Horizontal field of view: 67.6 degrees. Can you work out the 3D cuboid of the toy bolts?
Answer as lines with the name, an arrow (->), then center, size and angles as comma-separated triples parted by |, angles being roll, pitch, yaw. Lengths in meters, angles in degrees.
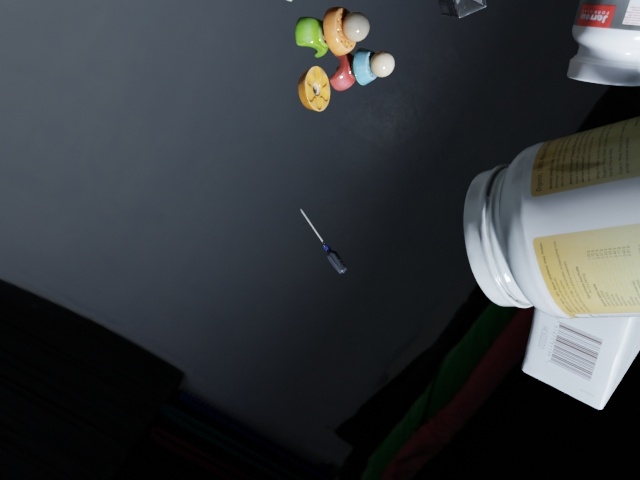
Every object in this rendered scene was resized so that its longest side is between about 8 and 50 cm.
toy bolts -> 0.068, -0.407, 1.120 | 0.228, 0.158, 0.218 | 1, 93, -56

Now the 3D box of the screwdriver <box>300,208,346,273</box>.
screwdriver -> 0.000, 0.000, 1.015 | 0.025, 0.170, 0.024 | -32, 165, -27

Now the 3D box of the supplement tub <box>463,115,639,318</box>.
supplement tub -> 0.357, -0.024, 0.557 | 0.316, 0.228, 0.228 | -10, -138, 46

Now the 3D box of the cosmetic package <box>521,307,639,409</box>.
cosmetic package -> 0.618, 0.113, 1.010 | 0.453, 0.161, 0.230 | -26, 126, -37

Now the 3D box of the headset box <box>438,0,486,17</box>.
headset box -> 0.147, -0.281, 0.521 | 0.032, 0.062, 0.083 | -21, -154, 7

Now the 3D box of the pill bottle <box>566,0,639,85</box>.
pill bottle -> 0.710, -0.554, 1.093 | 0.210, 0.210, 0.363 | -67, 164, -62
